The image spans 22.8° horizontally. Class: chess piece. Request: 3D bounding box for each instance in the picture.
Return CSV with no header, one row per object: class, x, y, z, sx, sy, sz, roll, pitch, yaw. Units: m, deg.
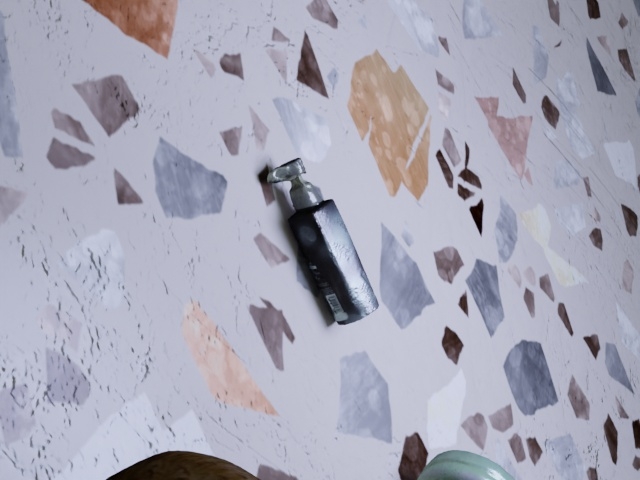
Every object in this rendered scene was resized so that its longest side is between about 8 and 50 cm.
chess piece,0.137,0.388,1.881,0.139,0.139,0.271,55,46,-25

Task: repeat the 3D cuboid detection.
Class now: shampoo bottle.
shampoo bottle,0.001,-0.001,1.906,0.063,0.057,0.207,-36,103,-48

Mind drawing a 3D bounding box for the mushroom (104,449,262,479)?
mushroom,-0.091,0.362,1.374,0.356,0.334,0.331,27,75,-49
